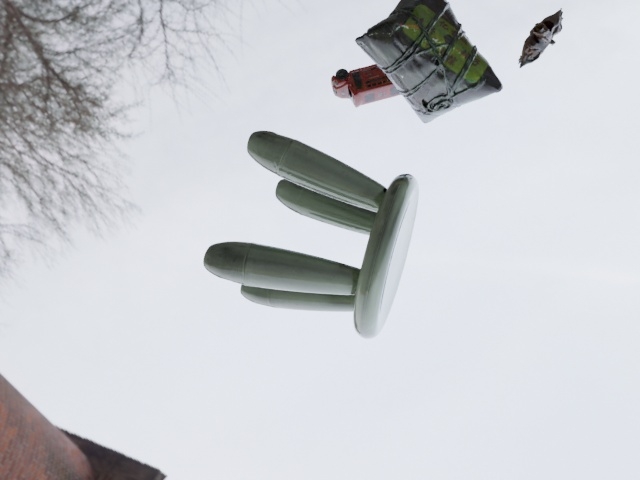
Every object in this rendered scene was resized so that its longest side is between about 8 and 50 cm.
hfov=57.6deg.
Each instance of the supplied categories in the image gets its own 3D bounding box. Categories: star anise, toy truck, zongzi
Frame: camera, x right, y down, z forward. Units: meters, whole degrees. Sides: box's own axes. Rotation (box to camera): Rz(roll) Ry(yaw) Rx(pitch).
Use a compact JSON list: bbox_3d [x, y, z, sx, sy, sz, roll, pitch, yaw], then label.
[{"bbox_3d":[0.465,-0.428,1.197,0.056,0.124,0.129,40,-116,7],"label":"star anise"},{"bbox_3d":[0.167,-0.528,1.968,0.253,0.107,0.114,-15,-110,4],"label":"toy truck"},{"bbox_3d":[0.295,-0.541,1.561,0.319,0.383,0.362,-8,-128,58],"label":"zongzi"}]

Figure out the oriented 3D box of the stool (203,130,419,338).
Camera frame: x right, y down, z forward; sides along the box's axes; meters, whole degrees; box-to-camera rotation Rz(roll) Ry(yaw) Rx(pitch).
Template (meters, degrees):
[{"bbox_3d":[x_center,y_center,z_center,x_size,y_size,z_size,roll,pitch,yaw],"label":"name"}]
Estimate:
[{"bbox_3d":[0.000,0.000,0.695,0.199,0.195,0.195,13,-104,15],"label":"stool"}]
